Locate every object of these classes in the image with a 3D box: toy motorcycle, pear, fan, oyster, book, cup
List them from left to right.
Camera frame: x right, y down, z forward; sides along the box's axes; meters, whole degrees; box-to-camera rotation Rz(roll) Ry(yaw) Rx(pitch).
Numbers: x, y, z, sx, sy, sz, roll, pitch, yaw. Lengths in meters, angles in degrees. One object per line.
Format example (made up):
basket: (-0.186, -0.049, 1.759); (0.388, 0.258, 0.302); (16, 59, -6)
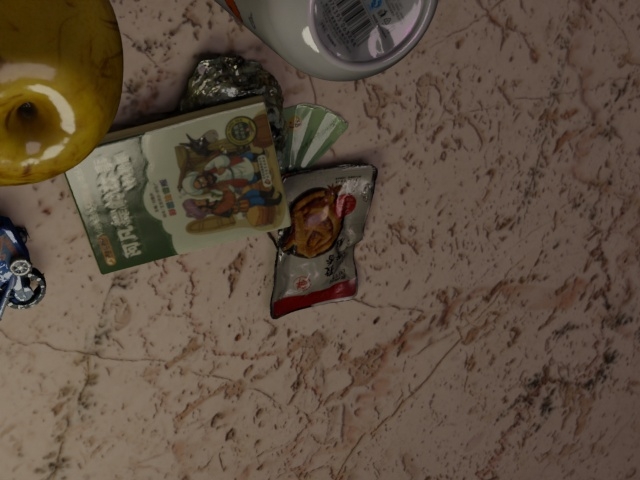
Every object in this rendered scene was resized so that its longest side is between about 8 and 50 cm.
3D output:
toy motorcycle: (-0.420, 0.018, 1.397); (0.114, 0.076, 0.205); (-21, 130, -4)
pear: (-0.335, -0.185, 1.180); (0.281, 0.280, 0.280); (-14, 125, -21)
book: (-0.182, -0.068, 1.457); (0.264, 0.027, 0.202); (-14, 130, -4)
oyster: (-0.100, -0.166, 1.460); (0.177, 0.064, 0.125); (25, 110, -34)
fan: (-0.070, -0.114, 1.544); (0.240, 0.009, 0.131); (-32, 127, -7)
cup: (-0.015, -0.311, 1.246); (0.212, 0.317, 0.212); (-14, 125, -20)

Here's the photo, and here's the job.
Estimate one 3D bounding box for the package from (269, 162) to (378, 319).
package: (0.000, 0.000, 1.634); (0.154, 0.030, 0.239); (-11, 127, -26)
